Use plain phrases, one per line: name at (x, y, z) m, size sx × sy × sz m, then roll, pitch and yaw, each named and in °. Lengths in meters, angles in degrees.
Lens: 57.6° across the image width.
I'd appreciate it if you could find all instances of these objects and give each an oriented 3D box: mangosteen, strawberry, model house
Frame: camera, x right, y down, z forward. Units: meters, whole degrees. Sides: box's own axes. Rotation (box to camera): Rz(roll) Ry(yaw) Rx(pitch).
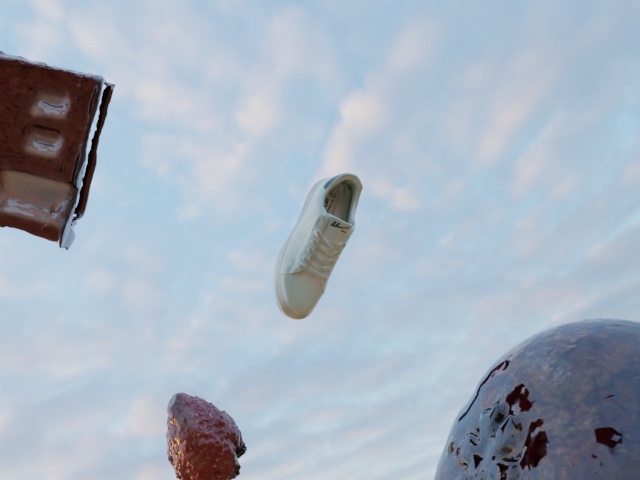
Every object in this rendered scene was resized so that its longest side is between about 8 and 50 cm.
mangosteen at (0.201, 0.176, 0.352) m, size 0.261 × 0.235 × 0.235 m, roll 24°, pitch -47°, yaw -13°
strawberry at (-0.188, 0.315, 0.904) m, size 0.148 × 0.131 × 0.131 m, roll 40°, pitch -61°, yaw -21°
model house at (-0.378, -0.121, 0.645) m, size 0.254 × 0.160 × 0.196 m, roll 15°, pitch -78°, yaw -13°

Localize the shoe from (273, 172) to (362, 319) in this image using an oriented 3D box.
shoe at (0.000, 0.000, 0.973) m, size 0.095 × 0.265 × 0.110 m, roll 24°, pitch -23°, yaw -21°
